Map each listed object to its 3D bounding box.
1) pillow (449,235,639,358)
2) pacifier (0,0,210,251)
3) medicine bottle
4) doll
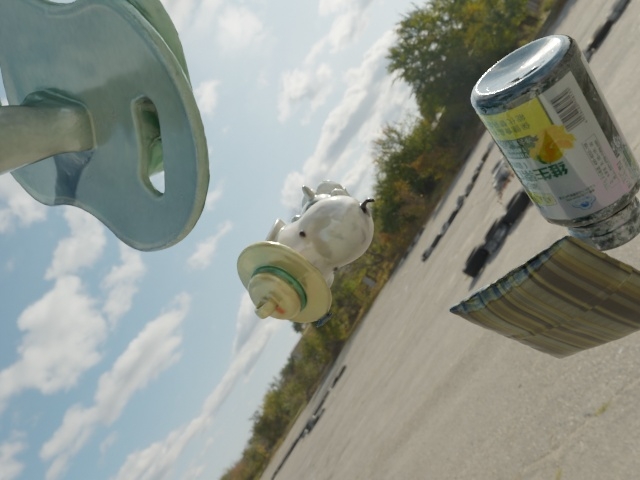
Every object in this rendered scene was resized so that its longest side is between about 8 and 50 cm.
[{"bbox_3d":[0.310,0.085,0.655,0.212,0.208,0.052,-47,26,50],"label":"pillow"},{"bbox_3d":[-0.265,-0.112,0.450,0.269,0.344,0.288,-41,-38,-51],"label":"pacifier"},{"bbox_3d":[0.337,-0.119,0.702,0.141,0.293,0.141,-35,22,17],"label":"medicine bottle"},{"bbox_3d":[-0.015,0.009,0.745,0.208,0.144,0.271,-39,13,0],"label":"doll"}]
